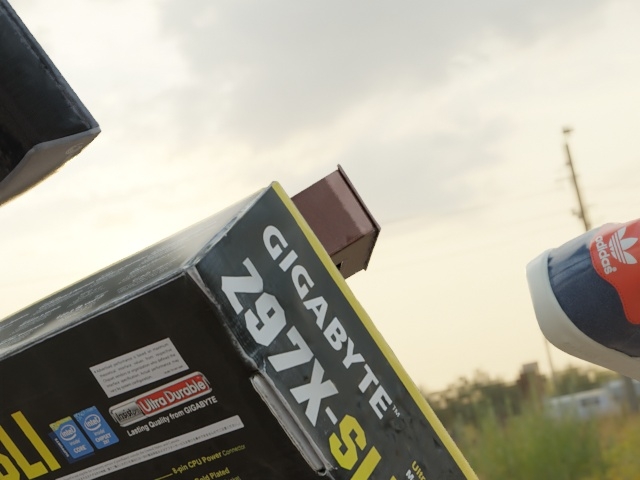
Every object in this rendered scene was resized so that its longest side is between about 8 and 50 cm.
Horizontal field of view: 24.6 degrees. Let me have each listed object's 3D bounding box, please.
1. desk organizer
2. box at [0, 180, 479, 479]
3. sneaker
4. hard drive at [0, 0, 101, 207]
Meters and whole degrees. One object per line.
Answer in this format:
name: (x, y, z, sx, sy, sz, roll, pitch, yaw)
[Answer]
desk organizer: (0.000, 0.000, 0.903, 0.050, 0.047, 0.130, -31, -9, -8)
box: (-0.078, 0.148, 0.644, 0.322, 0.257, 0.079, -25, 14, 36)
sneaker: (0.349, 0.062, 1.348, 0.350, 0.131, 0.148, 14, -38, -43)
hard drive: (-0.269, -0.088, 0.994, 0.254, 0.172, 0.054, -22, 18, 49)
